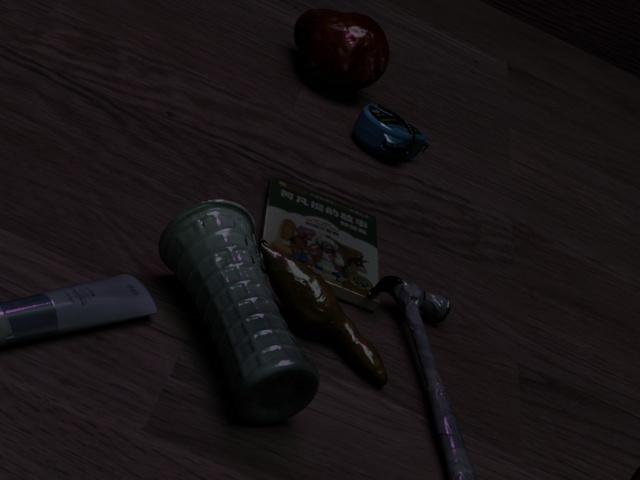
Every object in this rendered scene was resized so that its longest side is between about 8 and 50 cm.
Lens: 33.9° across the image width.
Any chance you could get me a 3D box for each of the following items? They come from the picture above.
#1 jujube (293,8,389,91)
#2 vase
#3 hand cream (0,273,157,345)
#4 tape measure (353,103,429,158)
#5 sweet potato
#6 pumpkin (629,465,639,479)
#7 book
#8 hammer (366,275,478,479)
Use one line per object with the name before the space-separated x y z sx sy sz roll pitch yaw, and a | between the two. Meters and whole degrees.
jujube | 0.038 -0.425 2.288 0.190 0.190 0.255 3 30 -36
vase | -0.103 0.093 1.376 0.143 0.143 0.299 5 39 -34
hand cream | -0.314 0.084 1.306 0.255 0.048 0.079 -10 51 -51
tape measure | 0.134 -0.221 2.127 0.125 0.081 0.146 -5 41 -48
sweet potato | 0.001 0.105 1.505 0.269 0.075 0.075 47 32 5
pumpkin | 0.563 0.381 1.339 0.225 0.256 0.303 6 51 -38
book | 0.000 0.000 1.715 0.202 0.027 0.264 21 30 -10
hammer | 0.168 0.201 1.504 0.152 0.044 0.427 24 30 -29
